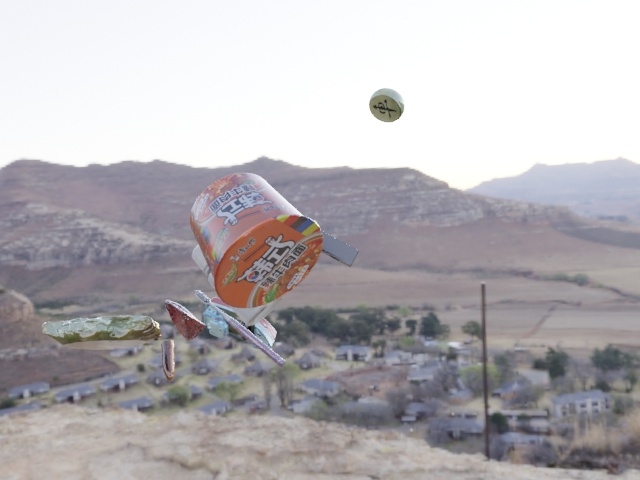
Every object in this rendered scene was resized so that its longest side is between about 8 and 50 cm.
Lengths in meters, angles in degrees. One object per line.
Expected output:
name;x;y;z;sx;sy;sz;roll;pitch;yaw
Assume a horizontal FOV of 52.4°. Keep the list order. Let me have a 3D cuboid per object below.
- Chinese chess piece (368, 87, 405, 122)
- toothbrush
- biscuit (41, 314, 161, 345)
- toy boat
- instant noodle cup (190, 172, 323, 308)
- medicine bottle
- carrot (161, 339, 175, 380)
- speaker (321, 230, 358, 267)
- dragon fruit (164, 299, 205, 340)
Chinese chess piece;0.149;-0.304;1.466;0.084;0.084;0.034;-3;43;36
toothbrush;-0.247;0.262;1.963;0.354;0.024;0.029;38;-11;9
biscuit;-0.633;0.279;1.957;0.335;0.078;0.329;-16;-22;34
toy boat;-0.336;0.360;2.670;0.332;0.145;0.133;21;42;16
instant noodle cup;-0.146;-0.011;1.373;0.251;0.250;0.192;-6;43;-36
medicine bottle;-0.223;0.097;1.751;0.144;0.252;0.144;-44;-10;-10
carrot;-0.515;0.409;2.196;0.048;0.139;0.048;-7;-29;-4
speaker;0.000;0.000;1.584;0.191;0.046;0.040;29;-8;7
dragon fruit;-0.379;0.209;1.813;0.063;0.097;0.131;-24;34;-35
